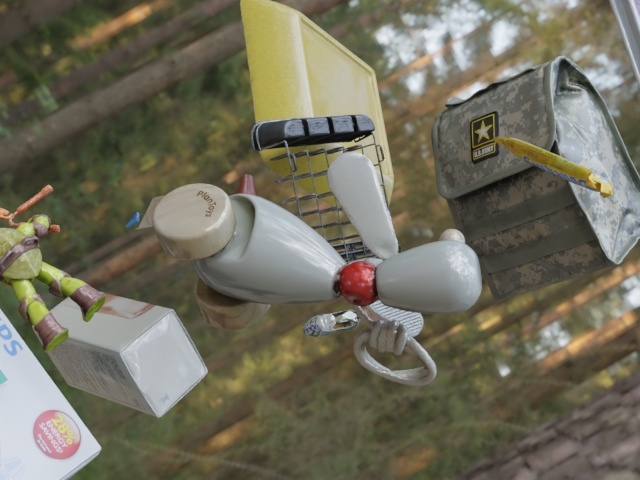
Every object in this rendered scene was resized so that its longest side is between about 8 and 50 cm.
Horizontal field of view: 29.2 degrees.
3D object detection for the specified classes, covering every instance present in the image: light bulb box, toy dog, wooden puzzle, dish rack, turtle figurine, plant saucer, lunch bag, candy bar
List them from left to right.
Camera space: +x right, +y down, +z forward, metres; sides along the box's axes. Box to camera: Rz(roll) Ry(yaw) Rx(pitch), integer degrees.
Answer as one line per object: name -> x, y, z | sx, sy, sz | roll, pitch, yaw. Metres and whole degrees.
light bulb box -> -0.572, 0.281, 1.779 | 0.358, 0.361, 0.225 | 53, 40, 3
turtle figurine -> -0.389, 0.029, 1.626 | 0.217, 0.269, 0.087 | 41, -47, 6
wooden puzzle -> -0.244, -0.043, 1.886 | 0.116, 0.078, 0.014 | -1, -42, 45
toy dog -> 0.000, 0.000, 1.267 | 0.220, 0.333, 0.161 | 102, 6, -53
plant saucer -> 0.013, -0.221, 2.040 | 0.332, 0.081, 0.333 | 28, 45, -49
dish rack -> 0.019, -0.054, 1.791 | 0.074, 0.208, 0.272 | -14, -93, 48
lunch bag -> 0.291, -0.089, 1.691 | 0.235, 0.169, 0.287 | -22, -83, 50
candy bar -> 0.230, -0.076, 1.218 | 0.040, 0.018, 0.161 | 27, 5, -34

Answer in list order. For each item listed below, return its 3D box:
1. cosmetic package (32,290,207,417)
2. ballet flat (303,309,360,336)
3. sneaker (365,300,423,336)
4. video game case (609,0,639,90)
cosmetic package -> -0.355, 0.190, 2.159 | 0.296, 0.129, 0.153 | 10, -47, 47
ballet flat -> 0.023, 0.139, 2.134 | 0.041, 0.114, 0.041 | 17, -69, 54
sneaker -> 0.074, 0.076, 1.617 | 0.134, 0.051, 0.070 | 46, -16, -32
video game case -> 0.358, -0.175, 1.284 | 0.204, 0.025, 0.285 | 19, 53, -57
